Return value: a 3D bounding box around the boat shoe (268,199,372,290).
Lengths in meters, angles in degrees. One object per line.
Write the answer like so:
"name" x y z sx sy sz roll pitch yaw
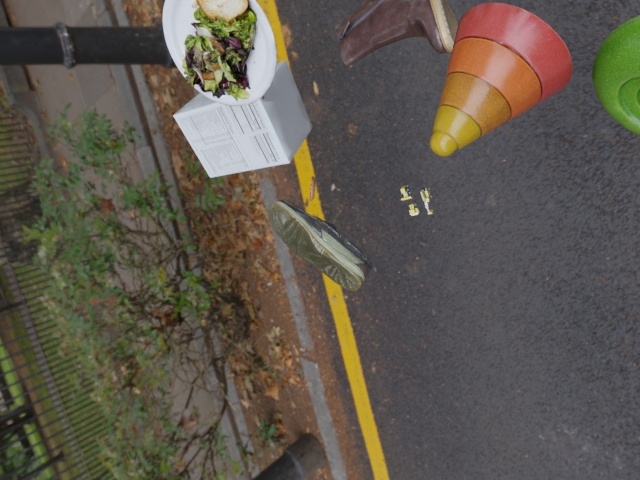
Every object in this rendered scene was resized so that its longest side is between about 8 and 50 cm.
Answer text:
"boat shoe" 0.001 0.000 0.790 0.223 0.073 0.080 41 140 7

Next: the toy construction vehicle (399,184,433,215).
"toy construction vehicle" 0.280 -0.117 1.232 0.085 0.035 0.098 -8 111 30

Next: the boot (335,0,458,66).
"boot" 0.134 -0.385 0.782 0.206 0.090 0.249 -30 56 31

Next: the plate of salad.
"plate of salad" -0.163 -0.301 0.653 0.199 0.048 0.200 13 135 14

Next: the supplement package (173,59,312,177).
"supplement package" -0.197 -0.318 1.125 0.262 0.199 0.198 -5 129 27

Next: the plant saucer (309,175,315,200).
"plant saucer" -0.026 -0.173 1.410 0.083 0.013 0.084 -177 90 -85

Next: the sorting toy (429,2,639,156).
"sorting toy" 0.218 -0.082 0.321 0.126 0.127 0.365 -52 44 1
